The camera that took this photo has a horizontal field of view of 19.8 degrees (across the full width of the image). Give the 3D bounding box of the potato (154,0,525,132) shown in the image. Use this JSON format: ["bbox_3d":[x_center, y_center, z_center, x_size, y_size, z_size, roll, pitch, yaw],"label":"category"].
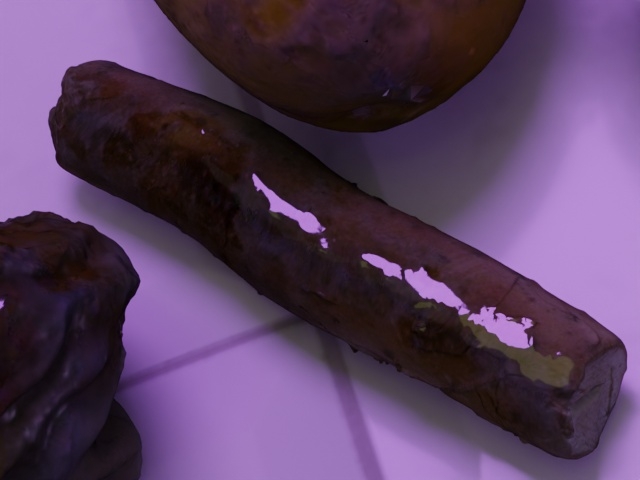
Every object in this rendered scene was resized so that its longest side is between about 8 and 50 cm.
[{"bbox_3d":[0.001,-0.177,0.864,0.229,0.229,0.266,-24,61,3],"label":"potato"}]

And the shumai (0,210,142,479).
[{"bbox_3d":[-0.201,0.144,0.794,0.309,0.304,0.263,-18,93,-9],"label":"shumai"}]

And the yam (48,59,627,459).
[{"bbox_3d":[0.000,0.000,0.854,0.317,0.067,0.071,29,48,26],"label":"yam"}]
